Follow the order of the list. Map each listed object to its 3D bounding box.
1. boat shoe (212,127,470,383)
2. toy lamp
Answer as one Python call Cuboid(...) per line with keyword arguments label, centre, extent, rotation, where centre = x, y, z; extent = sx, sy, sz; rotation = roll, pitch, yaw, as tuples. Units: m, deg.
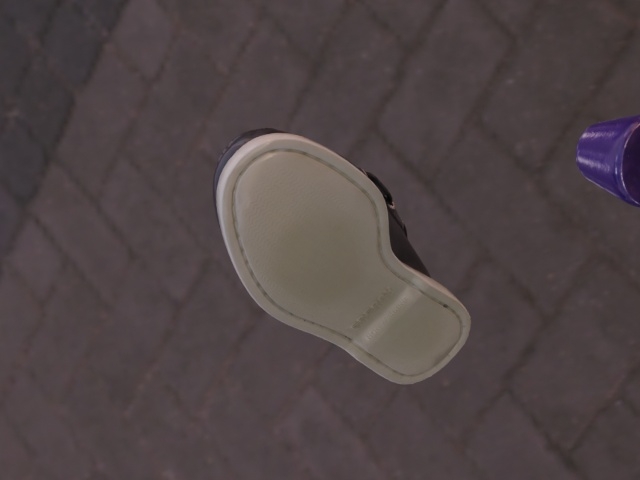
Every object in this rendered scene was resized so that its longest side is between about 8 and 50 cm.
Cuboid(label="boat shoe", centre=(0.003, -0.003, 1.311), extent=(0.127, 0.340, 0.113), rotation=(-46, 49, 7))
Cuboid(label="toy lamp", centre=(0.309, -0.053, 1.285), extent=(0.275, 0.080, 0.080), rotation=(13, 109, 52))
